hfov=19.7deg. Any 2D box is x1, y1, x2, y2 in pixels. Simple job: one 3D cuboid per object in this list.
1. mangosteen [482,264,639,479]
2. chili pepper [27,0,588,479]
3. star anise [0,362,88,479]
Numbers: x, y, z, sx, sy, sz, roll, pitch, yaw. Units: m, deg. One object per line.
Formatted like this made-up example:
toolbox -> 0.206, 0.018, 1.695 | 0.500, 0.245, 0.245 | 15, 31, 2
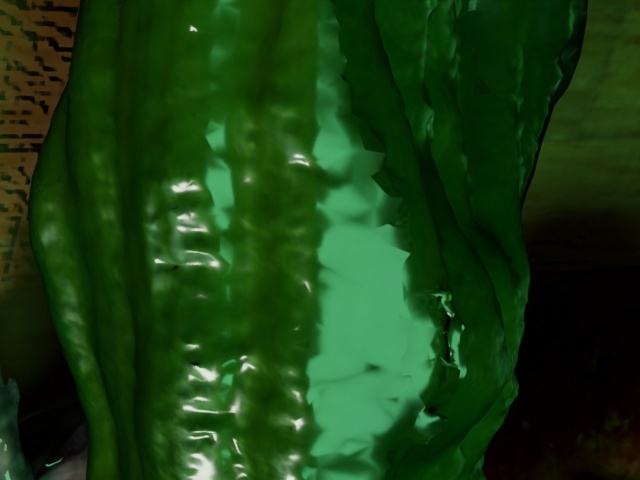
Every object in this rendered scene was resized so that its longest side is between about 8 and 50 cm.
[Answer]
mangosteen -> 0.155, 0.112, 0.821 | 0.215, 0.215, 0.257 | -60, 162, 21
chili pepper -> -0.009, -0.003, 0.625 | 0.167, 0.213, 0.385 | 8, 107, 12
star anise -> -0.132, 0.118, 0.713 | 0.181, 0.061, 0.204 | 16, 114, -42
